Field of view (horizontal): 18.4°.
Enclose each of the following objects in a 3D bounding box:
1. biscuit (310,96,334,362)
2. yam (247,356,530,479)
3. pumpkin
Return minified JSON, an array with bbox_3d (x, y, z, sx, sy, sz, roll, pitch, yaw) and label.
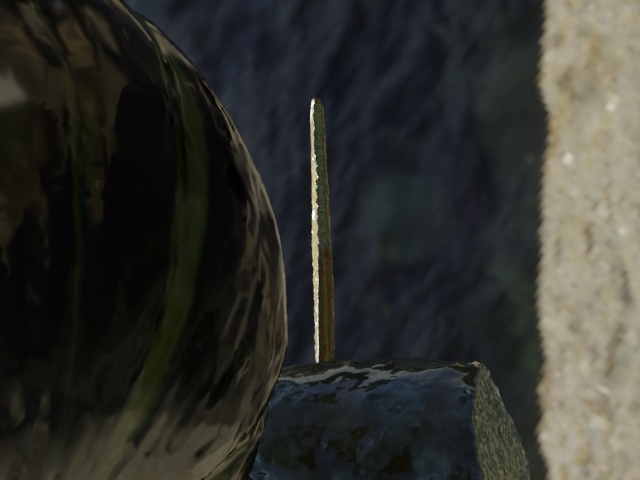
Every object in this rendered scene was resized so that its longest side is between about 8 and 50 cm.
[{"bbox_3d":[0.000,0.000,1.561,0.231,0.016,0.139,-93,2,-56],"label":"biscuit"},{"bbox_3d":[-0.021,0.133,1.130,0.330,0.133,0.133,-4,61,32],"label":"yam"},{"bbox_3d":[-0.166,0.045,0.644,0.241,0.323,0.323,40,99,41],"label":"pumpkin"}]
